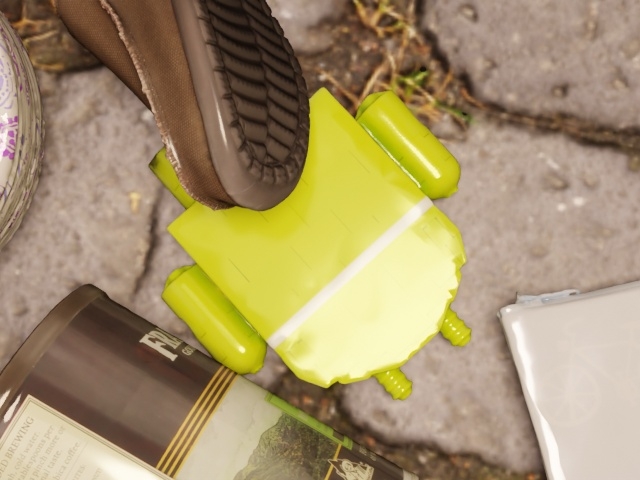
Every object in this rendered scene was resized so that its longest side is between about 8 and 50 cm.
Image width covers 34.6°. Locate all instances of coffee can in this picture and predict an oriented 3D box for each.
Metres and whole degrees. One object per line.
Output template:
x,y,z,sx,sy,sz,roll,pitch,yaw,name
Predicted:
-0.098,0.185,0.725,0.275,0.201,0.201,30,88,1,coffee can

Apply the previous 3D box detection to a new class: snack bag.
0.327,0.171,0.765,0.323,0.037,0.342,-12,79,-8,snack bag

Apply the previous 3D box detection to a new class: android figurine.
0.000,0.000,0.803,0.248,0.056,0.273,-44,85,-2,android figurine

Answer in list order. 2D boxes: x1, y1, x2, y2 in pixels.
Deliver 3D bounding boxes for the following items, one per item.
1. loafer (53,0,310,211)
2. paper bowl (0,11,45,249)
-0.118,-0.168,0.767,0.130,0.134,0.366,-31,65,23,loafer
-0.348,-0.082,0.764,0.284,0.148,0.284,0,87,1,paper bowl
